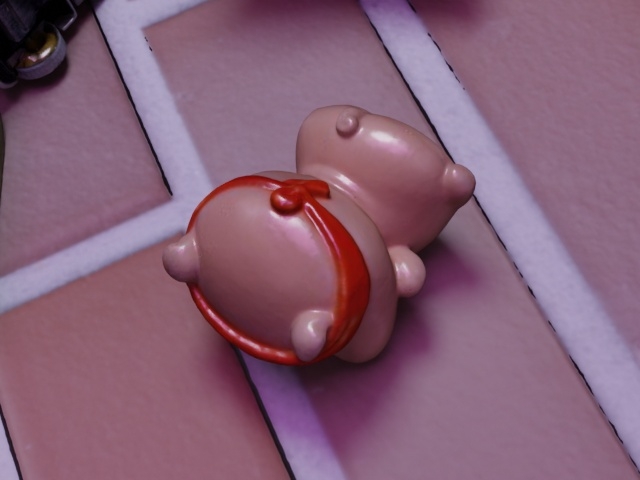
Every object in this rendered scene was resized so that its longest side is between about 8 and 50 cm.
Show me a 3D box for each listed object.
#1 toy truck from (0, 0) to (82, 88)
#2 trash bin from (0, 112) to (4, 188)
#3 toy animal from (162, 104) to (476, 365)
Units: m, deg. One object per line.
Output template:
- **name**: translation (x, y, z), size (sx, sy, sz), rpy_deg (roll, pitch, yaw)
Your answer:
- **toy truck**: translation (-0.238, -0.318, 0.966), size (0.175, 0.146, 0.367), rpy_deg (24, 67, 27)
- **trash bin**: translation (-0.397, -0.029, 0.863), size (0.247, 0.121, 0.243), rpy_deg (-6, 63, 2)
- **toy animal**: translation (0.000, 0.000, 0.765), size (0.171, 0.171, 0.197), rpy_deg (35, 66, 23)
